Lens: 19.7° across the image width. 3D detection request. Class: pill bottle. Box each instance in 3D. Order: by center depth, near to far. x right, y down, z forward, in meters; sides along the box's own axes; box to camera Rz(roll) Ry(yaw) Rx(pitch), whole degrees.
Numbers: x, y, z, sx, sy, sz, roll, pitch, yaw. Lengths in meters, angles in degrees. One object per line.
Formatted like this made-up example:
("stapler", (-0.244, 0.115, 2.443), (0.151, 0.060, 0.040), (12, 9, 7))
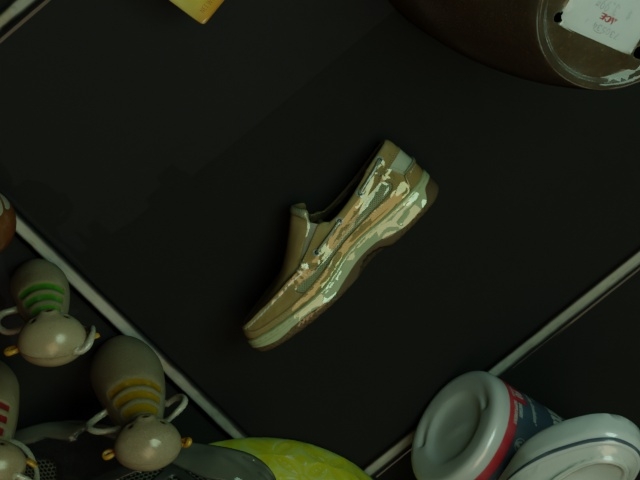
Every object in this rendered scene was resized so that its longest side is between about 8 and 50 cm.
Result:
("pill bottle", (0.173, 0.192, 1.516), (0.180, 0.108, 0.108), (32, 104, -27))

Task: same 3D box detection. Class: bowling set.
("bowling set", (-0.250, 0.078, 1.322), (0.287, 0.154, 0.199), (-13, 119, -9))

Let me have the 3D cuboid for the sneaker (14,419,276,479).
("sneaker", (-0.158, 0.212, 1.397), (0.228, 0.130, 0.087), (10, 143, 9))

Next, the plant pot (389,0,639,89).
("plant pot", (0.160, -0.194, 1.250), (0.215, 0.230, 0.215), (-6, 117, -12))

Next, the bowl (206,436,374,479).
("bowl", (-0.052, 0.320, 1.494), (0.290, 0.156, 0.289), (-6, 116, -12))

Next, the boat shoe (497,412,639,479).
("boat shoe", (0.159, 0.235, 1.424), (0.095, 0.084, 0.258), (25, 125, -22))

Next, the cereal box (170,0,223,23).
("cereal box", (-0.120, -0.282, 1.237), (0.240, 0.047, 0.173), (34, 103, -26))

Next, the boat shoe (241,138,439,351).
("boat shoe", (0.000, 0.000, 1.407), (0.190, 0.068, 0.072), (-45, 106, -1))
